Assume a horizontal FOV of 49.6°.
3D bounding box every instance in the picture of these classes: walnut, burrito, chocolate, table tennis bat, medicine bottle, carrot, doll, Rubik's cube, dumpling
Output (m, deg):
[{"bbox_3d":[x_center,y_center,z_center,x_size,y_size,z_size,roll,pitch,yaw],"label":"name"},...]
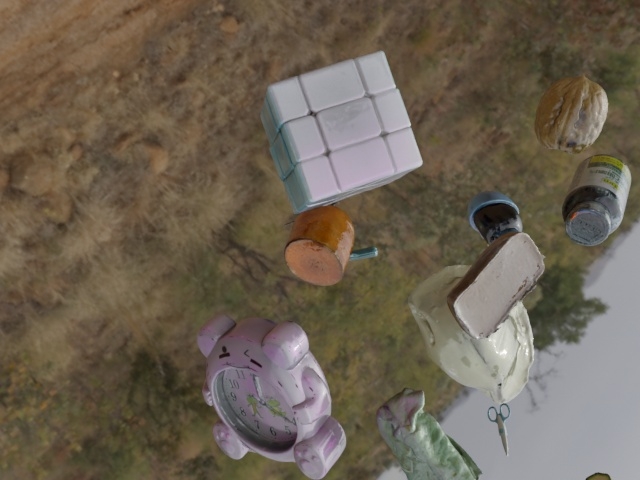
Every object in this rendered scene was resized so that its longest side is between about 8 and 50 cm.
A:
[{"bbox_3d":[0.589,-0.299,1.630,0.155,0.155,0.184,-30,140,-44],"label":"walnut"},{"bbox_3d":[0.195,0.407,1.339,0.144,0.229,0.089,-41,167,21],"label":"burrito"},{"bbox_3d":[0.378,0.093,1.544,0.261,0.083,0.161,-44,121,-14],"label":"chocolate"},{"bbox_3d":[0.090,0.052,2.228,0.201,0.033,0.124,-12,170,25],"label":"table tennis bat"},{"bbox_3d":[0.682,-0.098,1.720,0.293,0.141,0.141,-47,170,-49],"label":"medicine bottle"},{"bbox_3d":[0.000,0.000,2.054,0.214,0.193,0.331,-38,-161,32],"label":"carrot"},{"bbox_3d":[0.558,-0.046,2.175,0.177,0.314,0.141,12,131,-26],"label":"doll"},{"bbox_3d":[0.041,-0.274,1.845,0.318,0.316,0.322,-20,-179,-10],"label":"Rubik's cube"},{"bbox_3d":[0.426,0.226,1.814,0.315,0.395,0.233,-41,-178,-18],"label":"dumpling"}]

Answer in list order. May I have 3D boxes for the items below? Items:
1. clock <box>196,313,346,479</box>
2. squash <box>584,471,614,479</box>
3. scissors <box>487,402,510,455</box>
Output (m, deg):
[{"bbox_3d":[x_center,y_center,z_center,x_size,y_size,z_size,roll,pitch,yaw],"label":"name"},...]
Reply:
[{"bbox_3d":[-0.109,0.306,1.392,0.113,0.295,0.322,-40,123,-48],"label":"clock"},{"bbox_3d":[0.729,0.648,1.674,0.095,0.188,0.095,-48,-165,18],"label":"squash"},{"bbox_3d":[0.421,0.438,1.604,0.058,0.119,0.014,-26,142,29],"label":"scissors"}]
